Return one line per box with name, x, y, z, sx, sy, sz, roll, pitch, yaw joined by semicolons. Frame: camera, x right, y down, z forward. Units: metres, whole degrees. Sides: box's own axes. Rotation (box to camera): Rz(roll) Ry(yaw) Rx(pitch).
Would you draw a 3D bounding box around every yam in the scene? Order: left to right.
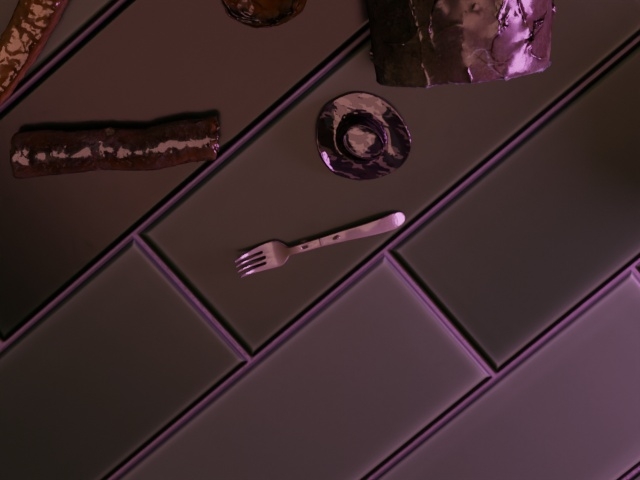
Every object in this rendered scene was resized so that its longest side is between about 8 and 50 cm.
yam;-0.246;-0.111;1.928;0.252;0.061;0.061;-5;104;-1
yam;0.146;-0.343;1.798;0.241;0.241;0.348;-6;108;0

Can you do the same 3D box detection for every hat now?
hat;0.054;-0.122;1.939;0.121;0.050;0.121;-1;105;-5

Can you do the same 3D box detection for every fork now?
fork;0.000;-0.001;1.985;0.219;0.028;0.034;-18;97;-1

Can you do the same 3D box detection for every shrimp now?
shrimp;-0.099;-0.371;1.863;0.117;0.066;0.262;-25;101;5

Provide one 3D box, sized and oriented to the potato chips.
potato chips;-0.343;-0.276;1.876;0.080;0.057;0.407;26;105;-14
